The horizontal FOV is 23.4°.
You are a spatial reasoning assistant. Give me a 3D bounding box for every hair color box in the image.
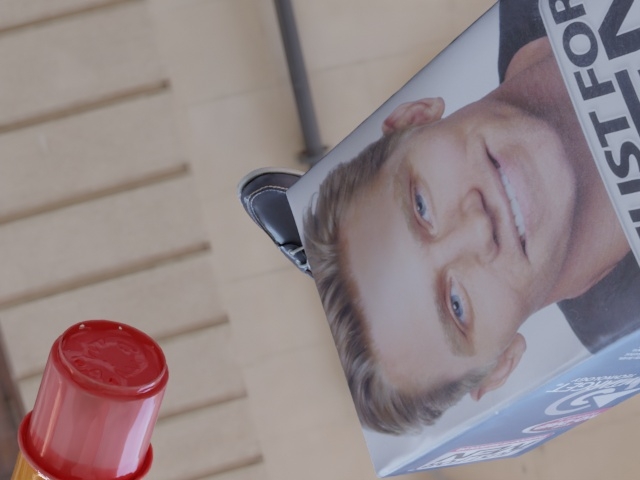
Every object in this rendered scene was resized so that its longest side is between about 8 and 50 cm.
[{"bbox_3d":[0.132,-0.026,0.725,0.105,0.174,0.347,-4,156,-36],"label":"hair color box"}]

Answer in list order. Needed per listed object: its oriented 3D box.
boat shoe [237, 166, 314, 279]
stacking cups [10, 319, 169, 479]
[{"bbox_3d":[0.000,0.000,1.502,0.075,0.206,0.065,-36,-139,18],"label":"boat shoe"},{"bbox_3d":[-0.152,0.183,0.883,0.096,0.316,0.096,17,-153,-9],"label":"stacking cups"}]
